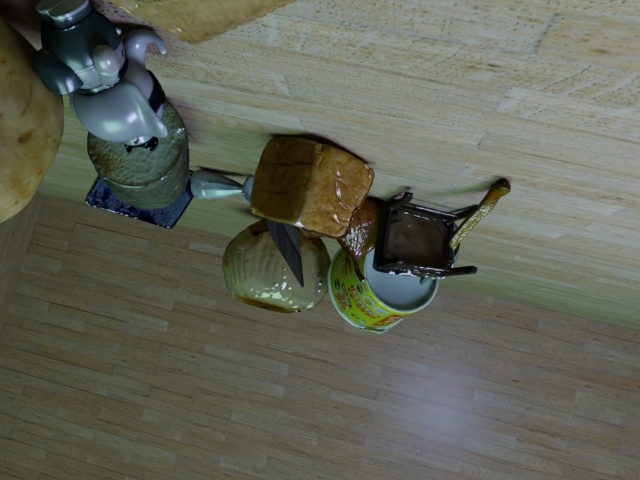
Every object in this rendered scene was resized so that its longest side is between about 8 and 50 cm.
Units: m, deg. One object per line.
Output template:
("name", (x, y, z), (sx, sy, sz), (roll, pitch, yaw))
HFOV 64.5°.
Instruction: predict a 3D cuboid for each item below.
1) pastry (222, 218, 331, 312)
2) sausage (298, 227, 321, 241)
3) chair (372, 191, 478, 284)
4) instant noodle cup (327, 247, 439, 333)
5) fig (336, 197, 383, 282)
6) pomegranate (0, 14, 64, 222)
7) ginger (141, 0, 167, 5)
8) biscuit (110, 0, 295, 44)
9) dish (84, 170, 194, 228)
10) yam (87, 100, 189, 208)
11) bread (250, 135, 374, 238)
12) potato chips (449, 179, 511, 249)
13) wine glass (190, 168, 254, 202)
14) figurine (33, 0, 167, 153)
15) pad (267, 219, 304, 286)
("pastry", (-0.142, 0.082, 1.757), (0.389, 0.312, 0.388), (9, 164, 2))
("sausage", (-0.026, -0.042, 1.501), (0.103, 0.076, 0.302), (7, 175, -8))
("chair", (0.209, 0.004, 1.102), (0.186, 0.160, 0.319), (9, 173, -7))
("instant noodle cup", (0.195, 0.113, 1.498), (0.311, 0.311, 0.221), (15, 164, -13))
("fig", (0.089, 0.002, 1.140), (0.146, 0.201, 0.134), (9, 165, -38))
("pomegranate", (-0.446, -0.148, 0.531), (0.333, 0.332, 0.332), (13, 173, 2))
("ginger", (-0.239, -0.227, 0.261), (0.376, 0.166, 0.236), (-1, 144, 19))
("biscuit", (-0.103, -0.221, 0.386), (0.160, 0.030, 0.250), (19, 171, -39))
("dish", (-0.451, -0.146, 1.298), (0.243, 0.182, 0.080), (19, -153, -42))
("yam", (-0.304, -0.143, 0.878), (0.161, 0.161, 0.268), (15, 173, -14))
("bread", (-0.018, -0.086, 0.858), (0.149, 0.143, 0.158), (18, 178, 38))
("potato chips", (0.267, -0.043, 0.859), (0.026, 0.037, 0.204), (29, 150, 2))
("wine glass", (-0.230, -0.131, 1.221), (0.155, 0.073, 0.073), (7, 171, 23))
("figurine", (-0.236, -0.178, 0.571), (0.147, 0.126, 0.192), (22, 148, 26))
("pad", (-0.018, 0.014, 1.059), (0.323, 0.055, 0.250), (41, -158, -31))
